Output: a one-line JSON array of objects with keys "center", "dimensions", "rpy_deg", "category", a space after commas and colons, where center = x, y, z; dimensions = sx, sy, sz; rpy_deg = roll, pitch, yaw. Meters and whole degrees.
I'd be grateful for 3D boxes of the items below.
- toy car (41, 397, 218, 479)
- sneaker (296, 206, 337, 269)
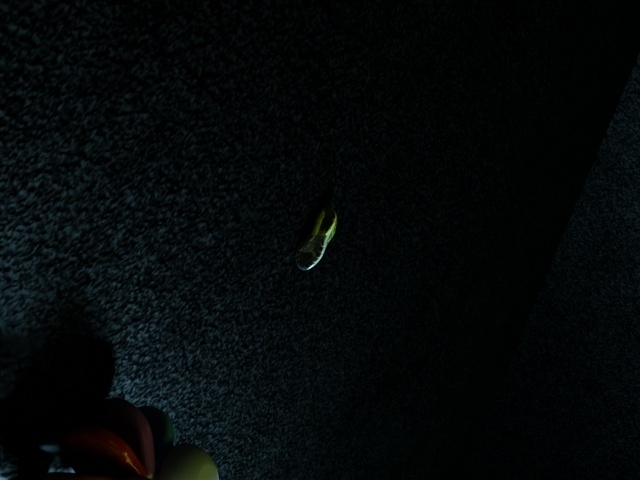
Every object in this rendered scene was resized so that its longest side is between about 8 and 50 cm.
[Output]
[{"center": [-0.204, 0.228, 1.302], "dimensions": [0.182, 0.159, 0.136], "rpy_deg": [-27, 108, -56], "category": "toy car"}, {"center": [0.000, 0.000, 1.595], "dimensions": [0.083, 0.031, 0.035], "rpy_deg": [-60, 162, 6], "category": "sneaker"}]
